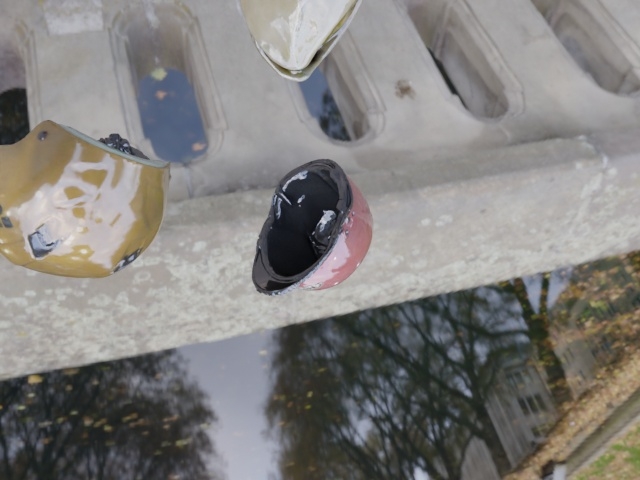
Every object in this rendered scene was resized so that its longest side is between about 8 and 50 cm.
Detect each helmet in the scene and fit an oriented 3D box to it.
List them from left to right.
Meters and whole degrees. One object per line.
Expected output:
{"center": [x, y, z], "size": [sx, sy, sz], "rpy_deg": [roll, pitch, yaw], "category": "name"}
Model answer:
{"center": [-0.267, -0.025, 0.699], "size": [0.224, 0.129, 0.198], "rpy_deg": [-19, 153, 37], "category": "helmet"}
{"center": [0.000, 0.002, 0.360], "size": [0.065, 0.083, 0.049], "rpy_deg": [-6, 148, 42], "category": "helmet"}

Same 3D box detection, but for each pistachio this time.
{"center": [-0.013, -0.294, 0.717], "size": [0.153, 0.237, 0.138], "rpy_deg": [4, 174, 4], "category": "pistachio"}
